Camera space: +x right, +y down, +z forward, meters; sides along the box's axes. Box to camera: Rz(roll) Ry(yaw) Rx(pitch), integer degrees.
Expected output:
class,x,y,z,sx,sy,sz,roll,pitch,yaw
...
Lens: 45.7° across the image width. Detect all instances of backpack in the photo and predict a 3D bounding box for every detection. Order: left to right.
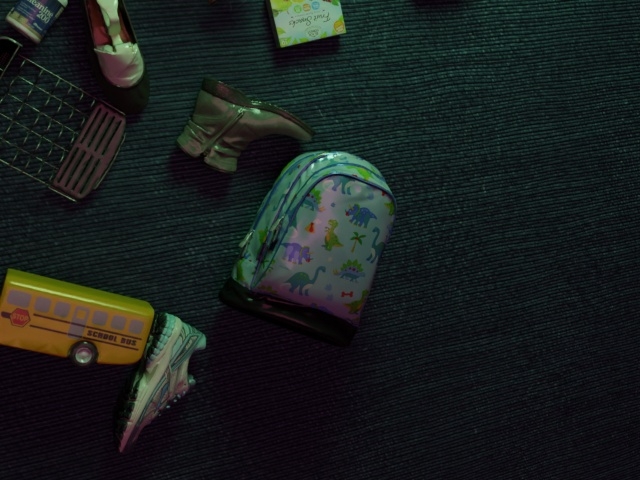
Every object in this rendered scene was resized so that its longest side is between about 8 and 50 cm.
class,x,y,z,sx,sy,sz,roll,pitch,yaw
backpack,0.000,0.000,1.476,0.290,0.273,0.356,23,78,-16

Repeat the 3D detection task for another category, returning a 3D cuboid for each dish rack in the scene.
class,x,y,z,sx,sy,sz,roll,pitch,yaw
dish rack,-0.487,-0.200,1.334,0.271,0.074,0.208,30,89,-22

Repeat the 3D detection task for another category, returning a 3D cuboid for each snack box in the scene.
class,x,y,z,sx,sy,sz,roll,pitch,yaw
snack box,-0.029,-0.439,1.484,0.141,0.037,0.100,-18,106,-17

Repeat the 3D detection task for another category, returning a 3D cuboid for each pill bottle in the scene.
class,x,y,z,sx,sy,sz,roll,pitch,yaw
pill bottle,-0.479,-0.405,1.306,0.067,0.067,0.120,36,86,-22

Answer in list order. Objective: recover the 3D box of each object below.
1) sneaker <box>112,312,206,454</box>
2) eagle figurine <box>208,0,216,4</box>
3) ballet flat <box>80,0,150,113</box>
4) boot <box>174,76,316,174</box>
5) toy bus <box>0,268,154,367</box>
class,x,y,z,sx,sy,sz,roll,pitch,yaw
sneaker,-0.307,0.289,1.467,0.122,0.110,0.283,24,90,-26
eagle figurine,-0.189,-0.599,1.296,0.226,0.225,0.298,-43,111,-8
ballet flat,-0.370,-0.359,1.339,0.095,0.096,0.281,-21,106,-17
boot,-0.146,-0.199,1.469,0.246,0.083,0.161,21,98,-17
toy bus,-0.483,0.141,1.374,0.332,0.108,0.130,17,93,-22
